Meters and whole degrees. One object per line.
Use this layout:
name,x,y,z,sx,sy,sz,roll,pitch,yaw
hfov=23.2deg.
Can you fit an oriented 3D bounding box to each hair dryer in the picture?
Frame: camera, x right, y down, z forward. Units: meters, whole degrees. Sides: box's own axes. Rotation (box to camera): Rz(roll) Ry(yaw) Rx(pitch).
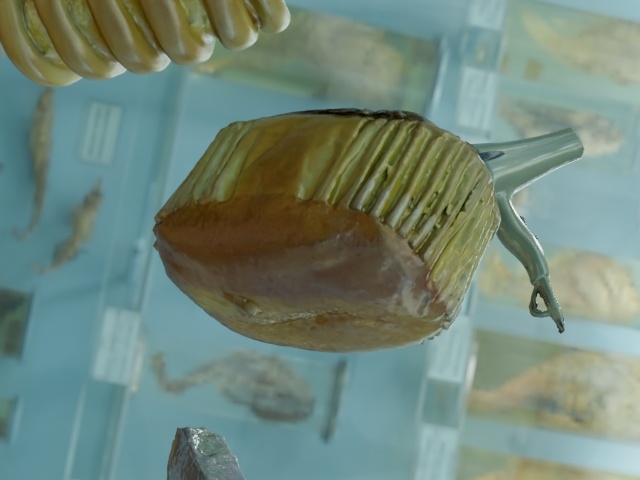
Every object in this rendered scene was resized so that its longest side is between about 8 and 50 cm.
hair dryer,0.202,-0.026,1.403,0.199,0.167,0.067,45,-25,24

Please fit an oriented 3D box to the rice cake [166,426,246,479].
rice cake,-0.073,0.260,1.324,0.365,0.056,0.072,-130,-126,-63

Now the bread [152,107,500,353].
bread,0.000,0.000,0.909,0.132,0.190,0.114,58,47,-38

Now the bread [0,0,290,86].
bread,-0.187,-0.244,1.535,0.121,0.311,0.172,-67,141,-62
